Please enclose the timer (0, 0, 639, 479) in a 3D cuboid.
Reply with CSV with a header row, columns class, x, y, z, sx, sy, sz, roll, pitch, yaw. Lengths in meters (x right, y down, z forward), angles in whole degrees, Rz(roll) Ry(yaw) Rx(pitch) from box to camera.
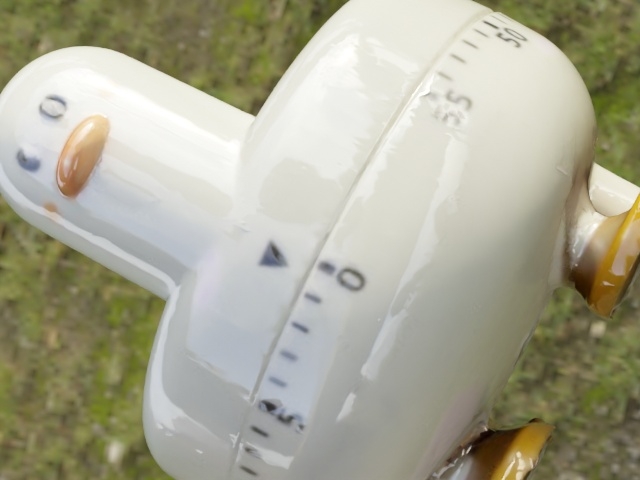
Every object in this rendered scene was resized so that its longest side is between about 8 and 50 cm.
class,x,y,z,sx,sy,sz,roll,pitch,yaw
timer,0.000,0.000,0.713,0.240,0.233,0.233,27,104,11
